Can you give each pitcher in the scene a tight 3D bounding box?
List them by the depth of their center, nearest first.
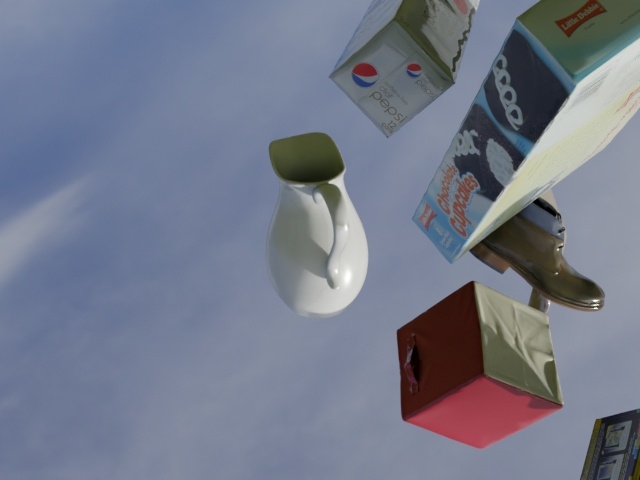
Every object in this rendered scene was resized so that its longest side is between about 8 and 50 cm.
[{"bbox_3d":[0.000,0.000,1.247,0.125,0.207,0.178,-11,-148,-11],"label":"pitcher"}]

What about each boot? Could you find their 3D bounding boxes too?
[{"bbox_3d":[0.311,0.014,1.400,0.219,0.106,0.082,25,-154,-15],"label":"boot"}]

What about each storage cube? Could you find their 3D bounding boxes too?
[{"bbox_3d":[0.263,0.210,1.752,0.215,0.193,0.183,24,-133,-29],"label":"storage cube"}]

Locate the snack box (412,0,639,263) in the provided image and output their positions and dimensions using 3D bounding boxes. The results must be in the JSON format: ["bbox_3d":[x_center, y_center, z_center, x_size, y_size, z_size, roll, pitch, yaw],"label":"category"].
[{"bbox_3d":[0.182,-0.104,0.769,0.187,0.322,0.060,-35,-102,-17],"label":"snack box"}]

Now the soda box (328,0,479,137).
[{"bbox_3d":[0.076,-0.171,0.868,0.074,0.069,0.216,-38,-164,30],"label":"soda box"}]

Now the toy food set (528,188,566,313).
[{"bbox_3d":[0.373,-0.032,1.981,0.092,0.306,0.219,-10,-148,30],"label":"toy food set"}]

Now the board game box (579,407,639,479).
[{"bbox_3d":[0.391,0.310,1.365,0.048,0.141,0.170,24,-111,-6],"label":"board game box"}]
